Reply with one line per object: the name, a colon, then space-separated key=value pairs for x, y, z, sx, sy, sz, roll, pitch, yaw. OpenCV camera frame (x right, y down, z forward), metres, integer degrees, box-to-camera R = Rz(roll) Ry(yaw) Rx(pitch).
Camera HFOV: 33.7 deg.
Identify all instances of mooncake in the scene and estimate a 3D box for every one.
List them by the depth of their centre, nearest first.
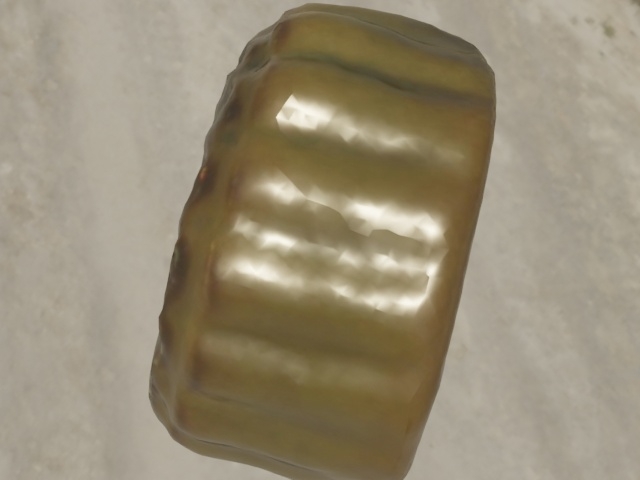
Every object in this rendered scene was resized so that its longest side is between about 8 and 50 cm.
mooncake: x=0.000 y=0.000 z=0.648 sx=0.161 sy=0.290 sz=0.290 roll=14 pitch=42 yaw=-1
